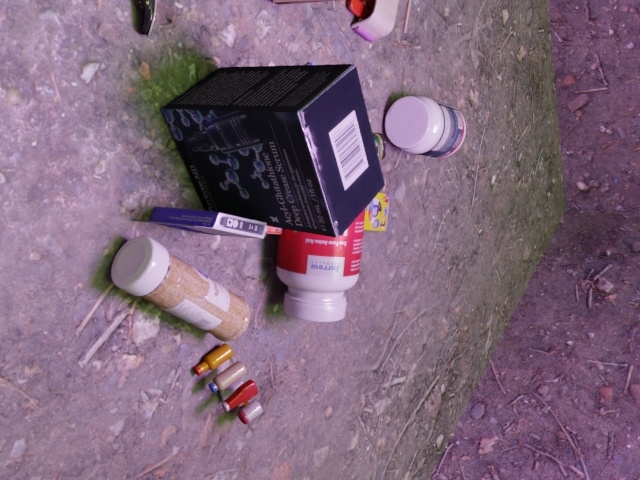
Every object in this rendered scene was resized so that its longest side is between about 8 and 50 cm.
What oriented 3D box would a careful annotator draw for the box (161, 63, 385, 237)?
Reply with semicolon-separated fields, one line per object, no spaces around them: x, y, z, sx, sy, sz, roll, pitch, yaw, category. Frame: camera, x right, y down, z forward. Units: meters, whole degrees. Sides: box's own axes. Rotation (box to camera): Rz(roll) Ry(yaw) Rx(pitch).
-0.100;-0.205;1.372;0.212;0.395;0.294;-47;132;-36;box

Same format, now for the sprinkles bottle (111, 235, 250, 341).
-0.302;0.118;1.409;0.355;0.121;0.121;43;64;-50;sprinkles bottle

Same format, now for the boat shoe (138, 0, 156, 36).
-0.351;-0.484;1.270;0.041;0.049;0.133;6;101;-26;boat shoe

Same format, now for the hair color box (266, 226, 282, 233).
-0.166;-0.043;1.596;0.141;0.071;0.043;5;94;-55;hair color box

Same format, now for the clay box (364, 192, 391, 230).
0.149;-0.097;2.024;0.222;0.053;0.128;0;97;-54;clay box

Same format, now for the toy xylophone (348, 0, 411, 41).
0.196;-0.760;1.907;0.236;0.081;0.323;26;77;-53;toy xylophone

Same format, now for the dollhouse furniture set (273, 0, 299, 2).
-0.060;-0.676;1.372;0.394;0.361;0.257;-64;151;-73;dollhouse furniture set

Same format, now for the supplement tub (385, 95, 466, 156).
0.358;-0.384;2.122;0.272;0.191;0.191;-2;100;-53;supplement tub

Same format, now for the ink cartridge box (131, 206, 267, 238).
-0.261;-0.041;1.355;0.208;0.206;0.045;10;86;-54;ink cartridge box

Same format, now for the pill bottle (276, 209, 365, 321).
0.000;0.000;1.694;0.229;0.228;0.408;-6;103;-53;pill bottle

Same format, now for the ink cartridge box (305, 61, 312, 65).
-0.074;-0.332;1.665;0.311;0.065;0.186;-46;132;-40;ink cartridge box

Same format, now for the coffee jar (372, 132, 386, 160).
0.129;-0.279;1.932;0.184;0.079;0.096;-22;113;-48;coffee jar

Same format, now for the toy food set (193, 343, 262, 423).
-0.229;0.390;1.585;0.104;0.111;0.233;-31;124;-31;toy food set
